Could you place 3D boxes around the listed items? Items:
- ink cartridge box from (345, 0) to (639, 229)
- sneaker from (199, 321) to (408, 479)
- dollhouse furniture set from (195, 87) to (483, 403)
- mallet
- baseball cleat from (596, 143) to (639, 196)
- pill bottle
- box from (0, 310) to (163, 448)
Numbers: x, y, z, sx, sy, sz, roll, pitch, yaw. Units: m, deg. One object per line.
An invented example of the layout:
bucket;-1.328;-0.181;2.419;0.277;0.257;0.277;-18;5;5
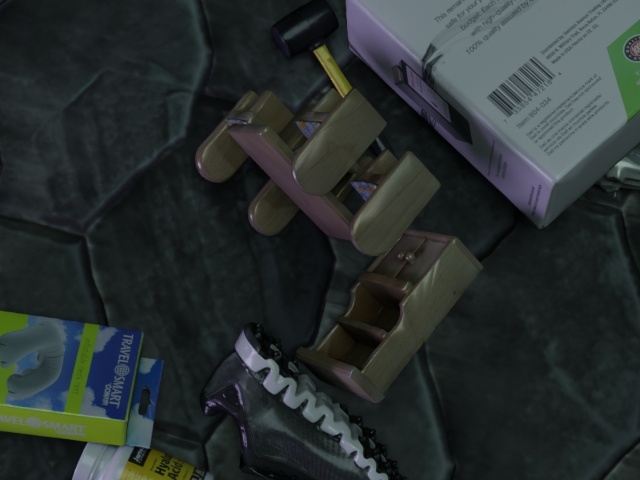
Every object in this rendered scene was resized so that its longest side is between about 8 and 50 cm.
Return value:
ink cartridge box;0.184;-0.181;1.287;0.198;0.114;0.273;-40;72;-12
sneaker;-0.017;0.187;1.243;0.106;0.078;0.234;-43;99;9
dollhouse furniture set;0.000;0.000;1.214;0.242;0.212;0.161;46;75;-24
mallet;0.016;-0.141;1.331;0.062;0.039;0.189;-25;87;-7
baseball cleat;0.346;-0.087;1.336;0.206;0.072;0.109;12;74;-6
pill bottle;-0.158;0.216;1.223;0.116;0.065;0.065;22;77;-2
box;-0.233;0.122;1.223;0.178;0.042;0.109;8;45;-4
